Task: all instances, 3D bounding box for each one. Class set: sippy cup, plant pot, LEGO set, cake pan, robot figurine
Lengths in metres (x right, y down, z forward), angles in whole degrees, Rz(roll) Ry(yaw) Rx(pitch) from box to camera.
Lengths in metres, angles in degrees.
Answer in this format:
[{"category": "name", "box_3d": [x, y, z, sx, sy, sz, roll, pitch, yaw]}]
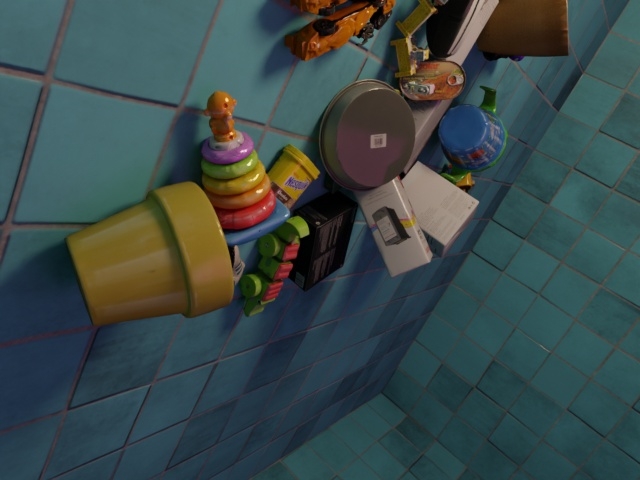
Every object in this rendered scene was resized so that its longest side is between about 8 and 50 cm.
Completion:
[{"category": "sippy cup", "box_3d": [0.517, -0.369, 1.806, 0.224, 0.239, 0.306, 5, 75, -63]}, {"category": "plant pot", "box_3d": [-0.317, 0.041, 0.945, 0.238, 0.254, 0.254, -19, 141, -27]}, {"category": "LEGO set", "box_3d": [0.265, -0.530, 1.335, 0.107, 0.132, 0.287, -38, 145, -46]}, {"category": "plant pot", "box_3d": [0.600, -0.655, 1.547, 0.237, 0.254, 0.237, -1, 90, -65]}, {"category": "cake pan", "box_3d": [0.135, -0.268, 1.350, 0.293, 0.054, 0.294, -10, 111, -28]}, {"category": "robot figurine", "box_3d": [0.053, -0.494, 1.055, 0.291, 0.085, 0.211, -38, 151, -27]}]

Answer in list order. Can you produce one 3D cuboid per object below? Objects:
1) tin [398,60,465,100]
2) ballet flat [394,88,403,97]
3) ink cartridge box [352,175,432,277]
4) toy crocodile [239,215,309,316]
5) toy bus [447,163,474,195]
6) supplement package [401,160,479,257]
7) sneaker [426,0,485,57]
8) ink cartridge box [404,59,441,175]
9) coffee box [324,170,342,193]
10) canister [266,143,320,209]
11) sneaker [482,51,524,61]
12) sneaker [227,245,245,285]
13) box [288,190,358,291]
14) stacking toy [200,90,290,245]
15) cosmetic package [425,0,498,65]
[{"category": "tin", "box_3d": [0.313, -0.451, 1.462, 0.040, 0.189, 0.106, -107, -165, -75]}, {"category": "ballet flat", "box_3d": [0.191, -0.308, 1.464, 0.077, 0.077, 0.231, -101, -169, -76]}, {"category": "ink cartridge box", "box_3d": [0.220, -0.060, 1.563, 0.131, 0.307, 0.226, -25, 178, 15]}, {"category": "toy crocodile", "box_3d": [-0.129, 0.077, 1.437, 0.115, 0.105, 0.341, -9, 130, -55]}, {"category": "toy bus", "box_3d": [0.582, -0.237, 2.139, 0.191, 0.104, 0.202, -76, 158, -54]}, {"category": "supplement package", "box_3d": [0.397, -0.108, 1.876, 0.199, 0.262, 0.198, -50, 163, -6]}, {"category": "sneaker", "box_3d": [0.459, -0.669, 1.318, 0.257, 0.169, 0.448, 5, 121, -27]}, {"category": "ink cartridge box", "box_3d": [0.320, -0.379, 1.689, 0.308, 0.091, 0.385, -57, 171, 7]}, {"category": "coffee box", "box_3d": [0.066, -0.230, 1.455, 0.113, 0.040, 0.184, -36, 149, -33]}, {"category": "canister", "box_3d": [-0.091, -0.136, 1.275, 0.170, 0.073, 0.126, -51, 154, -1]}, {"category": "sneaker", "box_3d": [0.617, -0.670, 1.769, 0.146, 0.102, 0.293, -57, 147, 7]}, {"category": "sneaker", "box_3d": [-0.227, 0.057, 1.323, 0.075, 0.057, 0.161, -50, 159, -49]}, {"category": "box", "box_3d": [0.000, 0.000, 1.562, 0.184, 0.103, 0.261, -29, 145, -37]}, {"category": "stacking toy", "box_3d": [-0.181, -0.157, 1.039, 0.175, 0.165, 0.302, -27, 134, -23]}, {"category": "cosmetic package", "box_3d": [0.409, -0.622, 1.495, 0.231, 0.085, 0.117, -58, 154, 14]}]
